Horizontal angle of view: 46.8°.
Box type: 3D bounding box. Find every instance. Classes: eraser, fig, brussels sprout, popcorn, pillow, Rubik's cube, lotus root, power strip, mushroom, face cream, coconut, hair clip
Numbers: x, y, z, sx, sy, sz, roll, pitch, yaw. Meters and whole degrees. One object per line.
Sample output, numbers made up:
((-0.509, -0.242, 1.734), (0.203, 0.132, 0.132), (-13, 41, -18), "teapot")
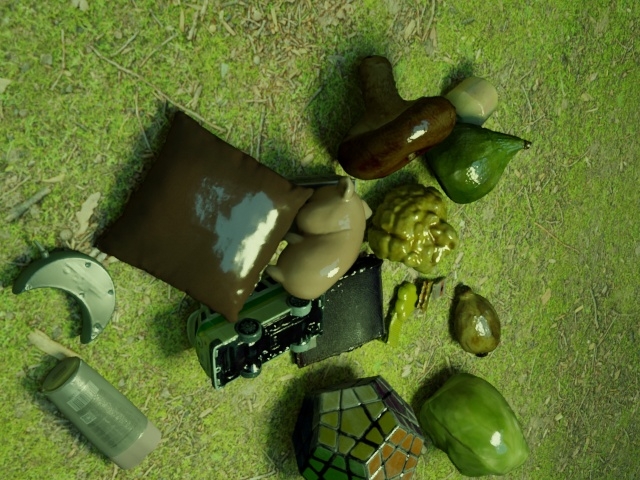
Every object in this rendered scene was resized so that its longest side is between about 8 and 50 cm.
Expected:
((-0.050, -0.070, 1.580), (0.279, 0.081, 0.124), (-9, 110, -38), "eraser")
((0.377, -0.209, 1.768), (0.235, 0.203, 0.203), (-30, 129, 11), "fig")
((0.422, 0.515, 2.047), (0.247, 0.328, 0.328), (-30, 126, 1), "brussels sprout")
((0.229, -0.028, 1.748), (0.226, 0.203, 0.200), (-8, 121, -58), "popcorn")
((-0.212, -0.042, 1.394), (0.305, 0.108, 0.308), (32, 89, -17), "pillow")
((0.086, 0.472, 1.759), (0.264, 0.319, 0.319), (17, 95, -17), "Rubik's cube")
((0.432, 0.226, 2.062), (0.138, 0.138, 0.214), (-35, 113, -26), "lotus root")
((-0.452, 0.083, 1.326), (0.137, 0.044, 0.216), (-50, 130, -15), "power strip")
((0.137, -0.238, 1.590), (0.267, 0.254, 0.267), (-53, 169, -15), "mushroom")
((-0.419, 0.337, 1.423), (0.107, 0.073, 0.269), (-42, 128, -14), "face cream")
((0.365, -0.330, 1.811), (0.122, 0.116, 0.116), (-41, 127, -28), "coconut")
((0.202, 0.189, 1.905), (0.072, 0.046, 0.173), (31, 83, -46), "hair clip")

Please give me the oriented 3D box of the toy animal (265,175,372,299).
((0.005, 0.001, 1.487), (0.250, 0.154, 0.166), (-64, 175, -7), "toy animal")

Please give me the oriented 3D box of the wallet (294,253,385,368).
((0.042, 0.166, 1.759), (0.262, 0.071, 0.221), (-20, 122, -30), "wallet")

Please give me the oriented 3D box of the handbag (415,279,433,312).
((0.274, 0.146, 1.945), (0.061, 0.027, 0.083), (-11, 114, -70), "handbag")

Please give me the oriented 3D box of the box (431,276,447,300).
((0.319, 0.129, 1.983), (0.083, 0.012, 0.046), (-22, 121, -58), "box")

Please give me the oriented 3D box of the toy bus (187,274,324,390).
((-0.139, 0.174, 1.538), (0.276, 0.164, 0.134), (-23, 133, -31), "toy bus")
